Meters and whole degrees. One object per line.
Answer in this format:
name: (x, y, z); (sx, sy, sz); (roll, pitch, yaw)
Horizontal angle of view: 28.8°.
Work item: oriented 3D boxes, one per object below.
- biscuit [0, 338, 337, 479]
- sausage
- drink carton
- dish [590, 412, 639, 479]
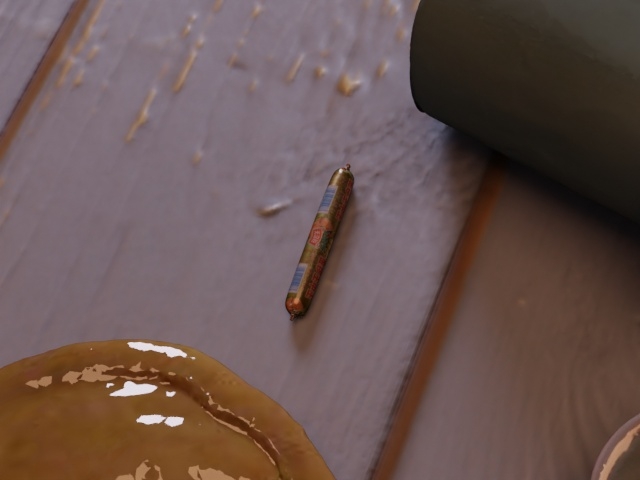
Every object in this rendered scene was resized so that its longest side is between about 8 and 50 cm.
biscuit: (-0.131, 0.242, 0.584); (0.365, 0.062, 0.385); (-17, 67, -3)
sausage: (0.000, 0.000, 0.704); (0.015, 0.015, 0.100); (17, 69, 10)
drink carton: (0.157, -0.095, 0.648); (0.190, 0.185, 0.191); (32, 74, 18)
dish: (0.227, 0.169, 0.573); (0.229, 0.081, 0.229); (-4, 73, 14)
